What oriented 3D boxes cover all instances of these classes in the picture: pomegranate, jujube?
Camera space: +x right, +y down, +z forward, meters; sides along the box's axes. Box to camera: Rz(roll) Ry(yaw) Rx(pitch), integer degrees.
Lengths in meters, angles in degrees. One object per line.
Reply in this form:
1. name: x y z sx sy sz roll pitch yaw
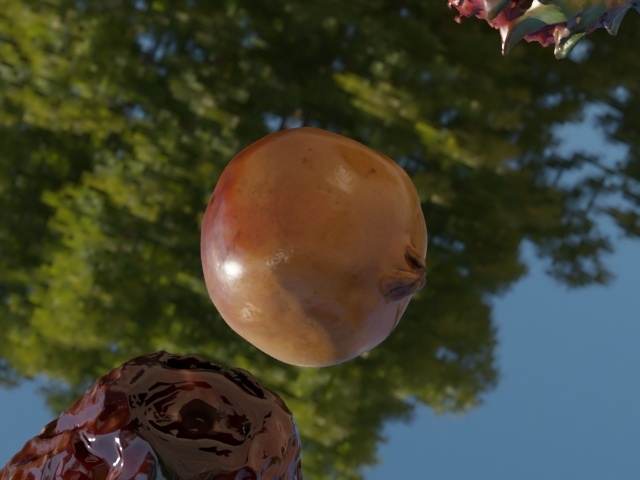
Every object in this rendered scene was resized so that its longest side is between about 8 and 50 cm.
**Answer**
1. pomegranate: -0.006 0.000 1.510 0.209 0.209 0.209 20 -156 -9
2. jujube: -0.089 0.155 0.789 0.168 0.236 0.168 17 -149 -11

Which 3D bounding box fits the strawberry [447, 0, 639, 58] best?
1. strawberry: 0.188 -0.350 1.612 0.292 0.292 0.343 6 -145 -36
